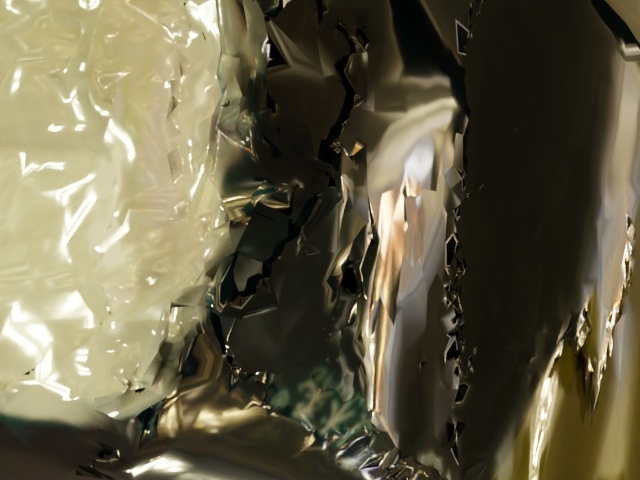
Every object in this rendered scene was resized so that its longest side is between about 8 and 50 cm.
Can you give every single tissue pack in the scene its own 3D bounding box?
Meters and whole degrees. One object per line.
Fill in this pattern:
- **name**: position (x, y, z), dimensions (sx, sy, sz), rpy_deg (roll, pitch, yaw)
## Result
- **tissue pack**: position (0.000, 0.000, 0.619), dimensions (0.416, 0.264, 0.253), rpy_deg (36, -120, -50)
